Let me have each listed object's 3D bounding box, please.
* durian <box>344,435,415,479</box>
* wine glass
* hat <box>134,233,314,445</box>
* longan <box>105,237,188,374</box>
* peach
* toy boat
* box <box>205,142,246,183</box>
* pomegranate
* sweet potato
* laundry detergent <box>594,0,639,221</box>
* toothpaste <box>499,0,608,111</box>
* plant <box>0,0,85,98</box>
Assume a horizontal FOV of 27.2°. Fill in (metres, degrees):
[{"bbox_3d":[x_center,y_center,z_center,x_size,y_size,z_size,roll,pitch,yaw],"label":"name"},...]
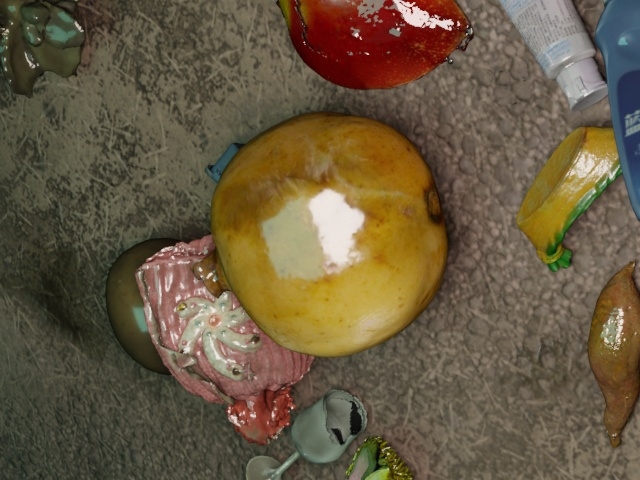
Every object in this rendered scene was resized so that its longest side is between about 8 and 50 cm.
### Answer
[{"bbox_3d":[0.071,0.351,1.706,0.095,0.137,0.220,21,115,-7],"label":"durian"},{"bbox_3d":[-0.019,0.274,1.760,0.079,0.079,0.195,52,129,13],"label":"wine glass"},{"bbox_3d":[-0.097,0.128,1.697,0.107,0.237,0.286,-150,48,-75],"label":"hat"},{"bbox_3d":[-0.206,0.091,1.793,0.189,0.189,0.189,12,111,34],"label":"longan"},{"bbox_3d":[0.045,-0.265,1.556,0.279,0.068,0.189,16,115,33],"label":"peach"},{"bbox_3d":[0.290,-0.059,1.430,0.088,0.089,0.229,23,126,-13],"label":"toy boat"},{"bbox_3d":[-0.090,-0.088,1.696,0.074,0.099,0.054,41,109,20],"label":"box"},{"bbox_3d":[0.013,-0.011,1.535,0.307,0.307,0.307,12,111,34],"label":"pomegranate"},{"bbox_3d":[0.326,0.134,1.465,0.068,0.068,0.226,12,111,34],"label":"sweet potato"},{"bbox_3d":[0.344,-0.162,1.313,0.143,0.094,0.289,-27,73,46],"label":"laundry detergent"},{"bbox_3d":[0.236,-0.251,1.427,0.089,0.057,0.234,-36,74,37],"label":"toothpaste"},{"bbox_3d":[-0.453,-0.350,1.815,0.312,0.213,0.215,43,122,19],"label":"plant"}]
